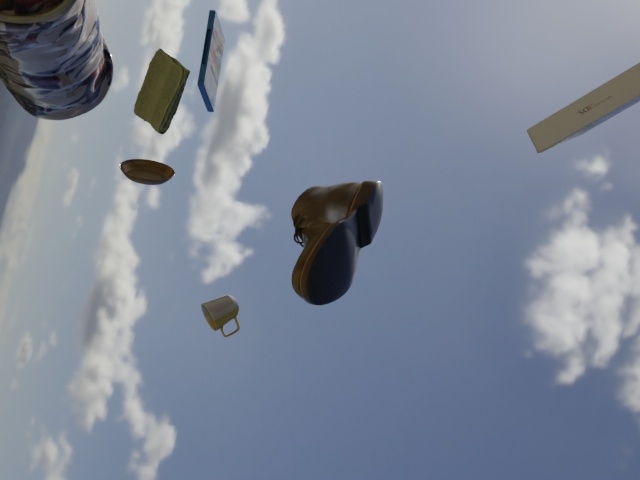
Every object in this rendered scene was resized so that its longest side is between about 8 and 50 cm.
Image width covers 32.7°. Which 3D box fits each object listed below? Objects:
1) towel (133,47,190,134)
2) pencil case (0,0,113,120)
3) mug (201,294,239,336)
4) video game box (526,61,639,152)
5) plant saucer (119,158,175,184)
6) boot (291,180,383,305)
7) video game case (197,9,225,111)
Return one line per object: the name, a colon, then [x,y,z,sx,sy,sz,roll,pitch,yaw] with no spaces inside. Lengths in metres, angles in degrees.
towel: [-0.318,-0.297,2.171,0.110,0.027,0.148,38,-68,34]
pencil case: [-0.364,-0.294,1.448,0.183,0.160,0.410,-44,176,-13]
mug: [-0.197,0.147,2.204,0.062,0.064,0.078,34,-35,52]
video game box: [0.431,-0.209,1.626,0.205,0.048,0.187,-31,178,36]
plant saucer: [-0.259,-0.100,1.628,0.083,0.083,0.015,-110,-151,-64]
boot: [0.000,0.000,1.615,0.305,0.115,0.112,-56,149,-57]
video game case: [-0.217,-0.357,2.175,0.119,0.015,0.166,76,19,-69]
